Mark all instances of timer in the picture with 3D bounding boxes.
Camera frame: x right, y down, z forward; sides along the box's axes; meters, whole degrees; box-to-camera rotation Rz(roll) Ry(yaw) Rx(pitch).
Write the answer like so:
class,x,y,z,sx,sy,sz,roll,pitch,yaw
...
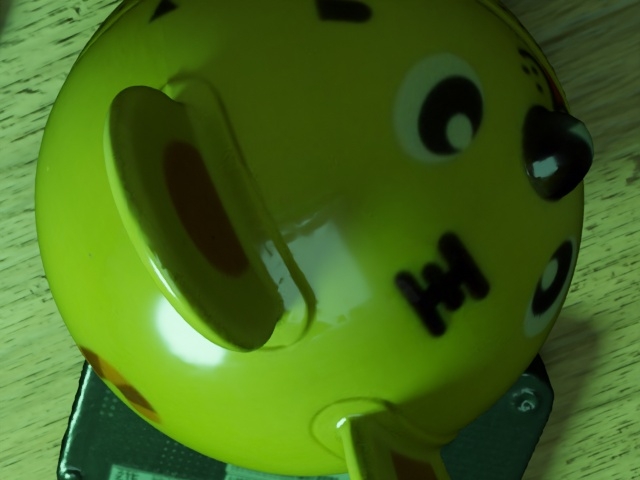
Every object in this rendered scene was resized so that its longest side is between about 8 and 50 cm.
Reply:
class,x,y,z,sx,sy,sz,roll,pitch,yaw
timer,0.000,0.000,0.966,0.376,0.387,0.376,-1,123,-1

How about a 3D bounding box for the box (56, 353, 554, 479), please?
class,x,y,z,sx,sy,sz,roll,pitch,yaw
box,-0.013,0.140,1.239,0.350,0.058,0.211,13,120,-10
